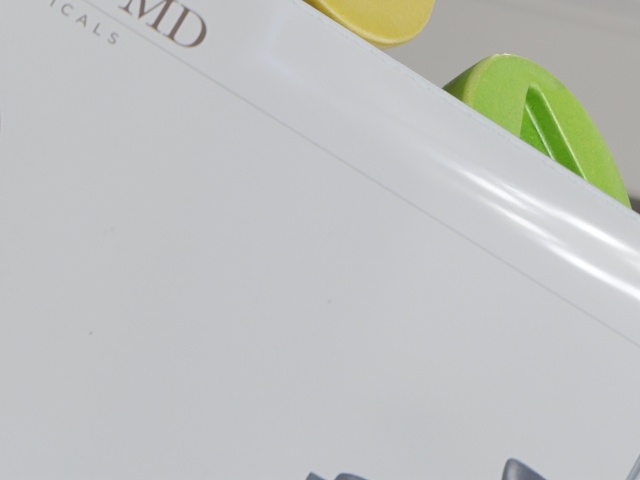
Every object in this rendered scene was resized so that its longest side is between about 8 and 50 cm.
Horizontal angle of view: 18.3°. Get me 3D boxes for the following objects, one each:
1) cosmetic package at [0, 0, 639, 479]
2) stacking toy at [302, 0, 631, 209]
[{"bbox_3d":[-0.026,0.091,0.565,0.284,0.377,0.097,-60,-171,-8],"label":"cosmetic package"},{"bbox_3d":[0.000,0.000,0.832,0.130,0.279,0.309,-24,-142,34],"label":"stacking toy"}]
